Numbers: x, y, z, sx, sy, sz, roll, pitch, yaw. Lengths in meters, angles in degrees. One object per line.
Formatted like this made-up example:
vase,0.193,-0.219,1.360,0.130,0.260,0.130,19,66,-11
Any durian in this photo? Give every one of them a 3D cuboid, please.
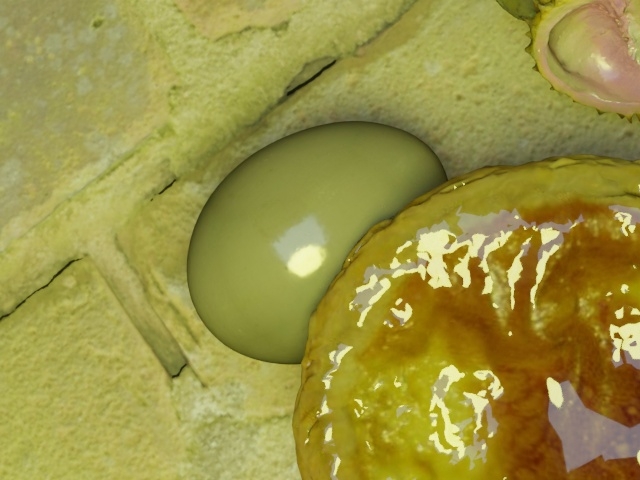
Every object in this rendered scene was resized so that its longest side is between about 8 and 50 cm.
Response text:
durian,0.257,-0.185,1.508,0.132,0.182,0.165,36,101,47

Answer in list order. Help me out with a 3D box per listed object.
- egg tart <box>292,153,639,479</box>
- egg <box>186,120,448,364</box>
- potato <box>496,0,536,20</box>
egg tart,0.201,0.148,1.434,0.443,0.178,0.443,0,85,2
egg,0.000,0.000,1.528,0.242,0.186,0.186,-35,76,-6
potato,0.204,-0.282,1.575,0.105,0.085,0.188,33,85,10
